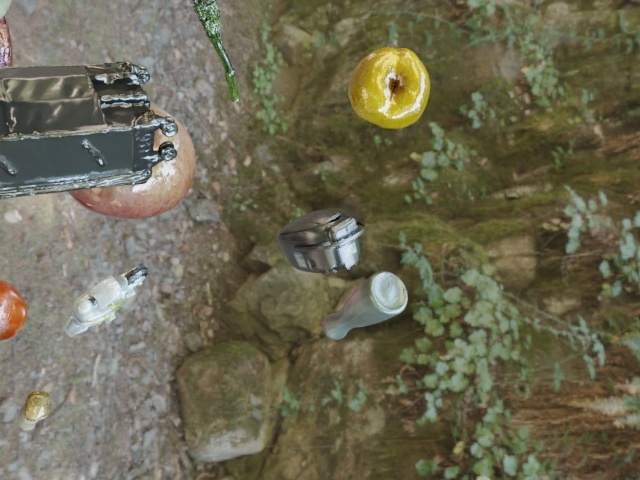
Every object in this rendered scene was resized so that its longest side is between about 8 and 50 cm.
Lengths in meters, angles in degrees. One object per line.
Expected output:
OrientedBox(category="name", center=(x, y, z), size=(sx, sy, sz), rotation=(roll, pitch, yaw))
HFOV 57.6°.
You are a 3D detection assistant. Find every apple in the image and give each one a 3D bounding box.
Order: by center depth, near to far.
OrientedBox(category="apple", center=(-0.495, -0.217, 1.508), size=(0.345, 0.344, 0.269), rotation=(-81, -164, -49))

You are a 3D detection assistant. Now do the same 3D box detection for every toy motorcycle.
OrientedBox(category="toy motorcycle", center=(-0.456, 0.130, 1.210), size=(0.074, 0.228, 0.151), rotation=(54, 27, 2))

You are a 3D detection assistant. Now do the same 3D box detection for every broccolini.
OrientedBox(category="broccolini", center=(-0.208, -0.396, 1.214), size=(0.054, 0.051, 0.239), rotation=(40, -23, 40))

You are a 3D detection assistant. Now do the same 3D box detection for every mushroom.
OrientedBox(category="mushroom", center=(-0.819, 0.490, 1.650), size=(0.071, 0.209, 0.084), rotation=(9, 57, -32))

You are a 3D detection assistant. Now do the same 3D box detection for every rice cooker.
OrientedBox(category="rice cooker", center=(0.001, 0.000, 1.220), size=(0.142, 0.203, 0.119), rotation=(-30, 112, -34))

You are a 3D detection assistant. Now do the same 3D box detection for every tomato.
OrientedBox(category="tomato", center=(-1.040, 0.213, 1.823), size=(0.232, 0.231, 0.189), rotation=(29, 75, -72))

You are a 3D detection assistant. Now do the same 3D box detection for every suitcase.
OrientedBox(category="suitcase", center=(-0.534, -0.227, 1.163), size=(0.283, 0.433, 0.194), rotation=(56, -37, 36))

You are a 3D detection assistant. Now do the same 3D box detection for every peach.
OrientedBox(category="peach", center=(0.148, -0.328, 1.249), size=(0.103, 0.179, 0.179), rotation=(-150, -131, -79))

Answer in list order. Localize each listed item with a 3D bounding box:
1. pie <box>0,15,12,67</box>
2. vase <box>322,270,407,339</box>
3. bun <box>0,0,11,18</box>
OrientedBox(category="pie", center=(-0.847, -0.488, 1.522), size=(0.054, 0.204, 0.219), rotation=(-3, 67, -35))
OrientedBox(category="vase", center=(0.077, 0.137, 1.138), size=(0.214, 0.086, 0.086), rotation=(-43, -139, 51))
OrientedBox(category="bun", center=(-0.670, -0.474, 0.970), size=(0.234, 0.361, 0.326), rotation=(60, 14, -61))
